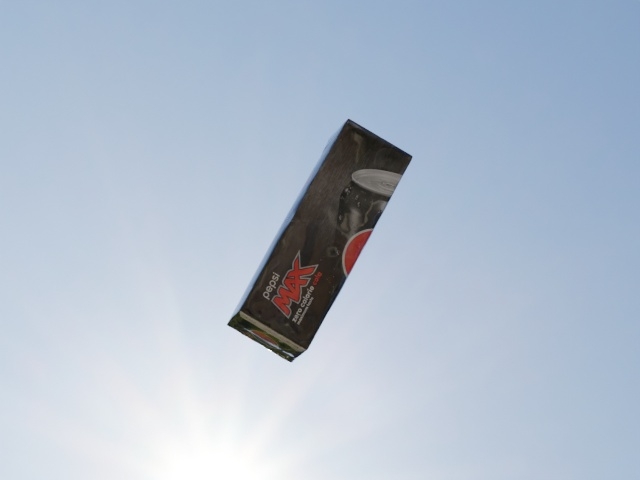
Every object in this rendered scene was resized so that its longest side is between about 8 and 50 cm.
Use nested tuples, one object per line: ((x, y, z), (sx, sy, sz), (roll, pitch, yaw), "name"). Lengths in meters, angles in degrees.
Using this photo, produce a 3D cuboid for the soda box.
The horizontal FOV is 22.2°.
((0.000, 0.000, 1.169), (0.060, 0.169, 0.053), (30, -18, -4), "soda box")
